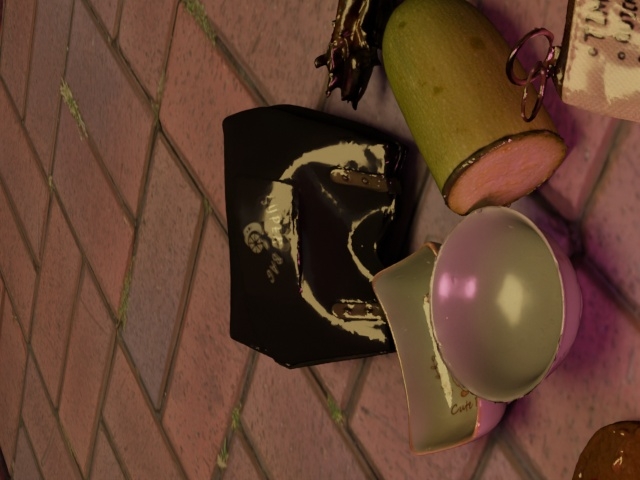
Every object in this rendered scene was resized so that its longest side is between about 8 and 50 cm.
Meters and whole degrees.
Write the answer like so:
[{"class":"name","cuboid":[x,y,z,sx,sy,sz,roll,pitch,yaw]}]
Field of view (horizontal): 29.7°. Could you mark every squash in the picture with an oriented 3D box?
[{"class":"squash","cuboid":[0.135,-0.156,1.213,0.247,0.132,0.132,66,146,30]}]

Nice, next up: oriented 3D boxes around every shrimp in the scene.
[{"class":"shrimp","cuboid":[0.087,-0.276,1.363,0.178,0.075,0.289,35,112,52]}]

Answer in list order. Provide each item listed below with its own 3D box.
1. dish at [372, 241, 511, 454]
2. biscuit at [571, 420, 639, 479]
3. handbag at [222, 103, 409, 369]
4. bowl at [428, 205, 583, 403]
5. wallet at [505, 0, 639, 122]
[{"class":"dish","cuboid":[0.140,0.116,1.310,0.151,0.077,0.212,-37,62,60]},{"class":"biscuit","cuboid":[0.305,0.302,1.070,0.257,0.049,0.273,4,100,61]},{"class":"handbag","cuboid":[0.000,0.000,1.496,0.288,0.152,0.342,4,99,50]},{"class":"bowl","cuboid":[0.197,0.062,1.176,0.189,0.086,0.189,-2,88,56]},{"class":"wallet","cuboid":[0.295,-0.217,0.871,0.275,0.068,0.335,19,115,23]}]
